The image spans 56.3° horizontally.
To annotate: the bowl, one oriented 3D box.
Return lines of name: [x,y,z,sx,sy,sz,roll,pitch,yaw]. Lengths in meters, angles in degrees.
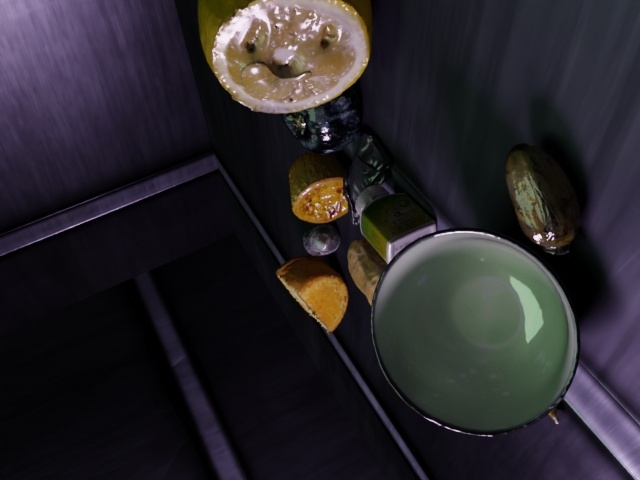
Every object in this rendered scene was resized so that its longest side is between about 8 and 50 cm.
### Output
bowl: [0.283,0.145,1.068,0.185,0.354,0.353,-12,-107,-61]

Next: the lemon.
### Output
lemon: [-0.074,-0.463,1.196,0.364,0.364,0.364,56,162,29]

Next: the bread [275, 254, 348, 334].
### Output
bread: [-0.007,0.170,2.166,0.194,0.179,0.340,40,168,47]

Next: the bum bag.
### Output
bum bag: [0.103,-0.154,1.502,0.123,0.060,0.248,63,144,31]

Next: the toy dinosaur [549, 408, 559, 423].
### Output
toy dinosaur: [0.412,0.263,1.228,0.142,0.057,0.212,52,-175,-31]

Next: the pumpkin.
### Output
pumpkin: [0.000,-0.322,1.454,0.233,0.163,0.233,45,159,23]

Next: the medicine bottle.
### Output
medicine bottle: [0.164,-0.044,1.391,0.188,0.132,0.088,52,159,42]

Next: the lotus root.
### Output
lotus root: [0.336,-0.064,0.901,0.089,0.081,0.179,-17,94,53]

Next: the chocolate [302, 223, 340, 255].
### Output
chocolate: [0.000,0.000,2.053,0.110,0.110,0.248,66,164,-4]

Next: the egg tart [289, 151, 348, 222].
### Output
egg tart: [0.003,-0.161,1.685,0.202,0.203,0.147,91,164,-58]

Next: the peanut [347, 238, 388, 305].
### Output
peanut: [0.165,0.104,1.612,0.313,0.149,0.149,-124,17,-51]
